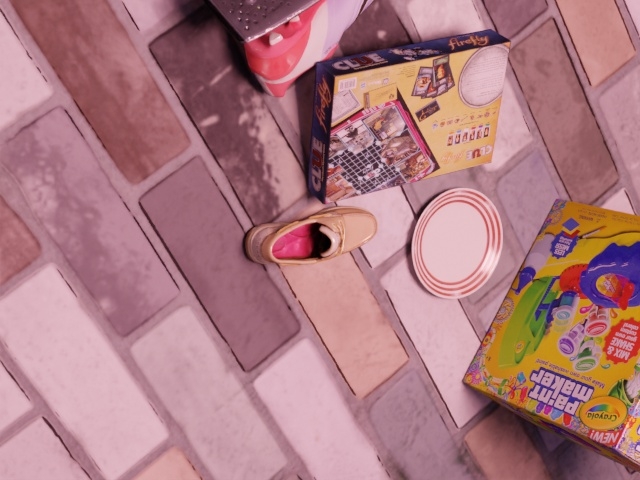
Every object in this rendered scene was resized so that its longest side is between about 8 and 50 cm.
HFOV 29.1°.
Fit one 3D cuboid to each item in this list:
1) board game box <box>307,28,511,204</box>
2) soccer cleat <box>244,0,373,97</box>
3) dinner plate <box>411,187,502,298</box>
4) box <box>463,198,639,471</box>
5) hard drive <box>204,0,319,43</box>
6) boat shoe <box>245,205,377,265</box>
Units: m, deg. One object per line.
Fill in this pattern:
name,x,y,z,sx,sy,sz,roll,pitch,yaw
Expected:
board game box,0.103,-0.145,1.431,0.243,0.042,0.165,-15,127,-28
soccer cleat,0.012,-0.261,1.376,0.248,0.083,0.095,-43,148,-22
dinner plate,0.169,0.003,1.546,0.141,0.017,0.141,-7,104,-29
box,0.381,0.126,1.534,0.177,0.290,0.279,32,83,-31
hard drive,-0.034,-0.328,1.299,0.254,0.054,0.172,-40,86,-18
boat shoe,0.000,0.000,1.421,0.170,0.059,0.063,-14,107,-27
